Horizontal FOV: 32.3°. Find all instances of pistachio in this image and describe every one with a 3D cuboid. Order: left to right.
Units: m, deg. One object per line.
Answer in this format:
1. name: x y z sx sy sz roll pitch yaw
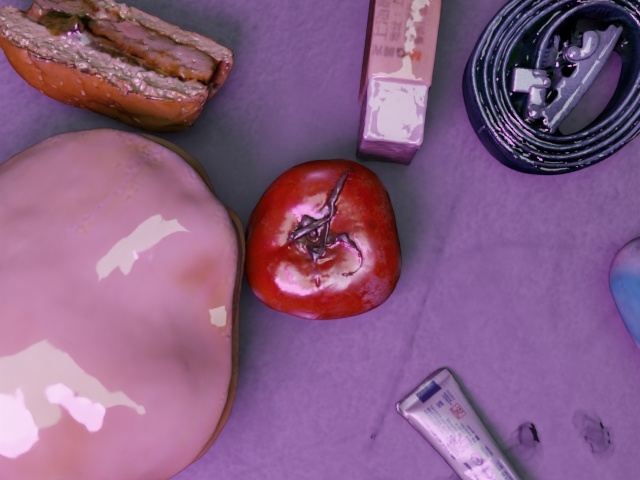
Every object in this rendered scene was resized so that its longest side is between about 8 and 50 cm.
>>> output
1. pistachio: -0.252 0.096 1.137 0.365 0.281 0.445 29 87 11

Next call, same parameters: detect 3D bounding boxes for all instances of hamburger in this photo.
1. hamburger: -0.240 -0.193 1.246 0.262 0.131 0.124 24 50 8

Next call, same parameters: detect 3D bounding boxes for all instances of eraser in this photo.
1. eraser: 0.095 -0.264 1.246 0.078 0.144 0.343 7 85 -1

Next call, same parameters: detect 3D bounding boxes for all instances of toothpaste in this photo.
1. toothpaste: 0.194 0.268 1.239 0.069 0.047 0.268 -41 83 15

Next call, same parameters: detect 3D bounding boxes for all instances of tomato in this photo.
1. tomato: 0.000 0.000 1.214 0.187 0.151 0.187 0 88 3

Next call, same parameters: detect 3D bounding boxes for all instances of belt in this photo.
1. belt: 0.285 -0.196 1.252 0.267 0.116 0.206 -44 89 -1

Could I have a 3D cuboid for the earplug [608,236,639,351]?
1. earplug: 0.449 0.119 1.201 0.185 0.185 0.324 -42 79 -4
